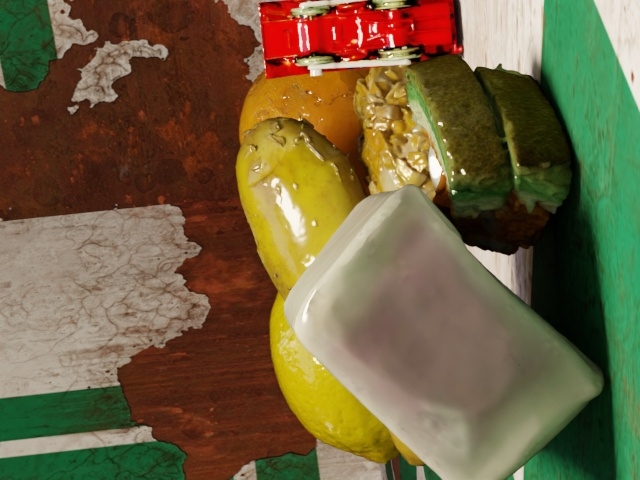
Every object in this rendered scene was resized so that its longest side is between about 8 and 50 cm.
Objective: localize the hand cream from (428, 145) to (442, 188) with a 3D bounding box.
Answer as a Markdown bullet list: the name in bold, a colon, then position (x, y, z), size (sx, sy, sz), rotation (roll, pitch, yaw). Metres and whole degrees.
- **hand cream**: position (0.144, -0.064, 1.616), size (0.340, 0.077, 0.124), rotation (22, -119, -84)

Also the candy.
- **candy**: position (0.080, 0.074, 1.362), size (0.208, 0.145, 0.358), rotation (45, 178, -3)

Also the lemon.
- **lemon**: position (0.051, 0.125, 2.111), size (0.263, 0.236, 0.236), rotation (55, 162, 30)

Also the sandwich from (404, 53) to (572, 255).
- **sandwich**: position (0.128, -0.050, 1.341), size (0.185, 0.109, 0.160), rotation (-100, 6, -55)

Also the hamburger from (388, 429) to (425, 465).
- **hamburger**: position (0.122, 0.163, 1.838), size (0.162, 0.115, 0.162), rotation (171, 90, -88)

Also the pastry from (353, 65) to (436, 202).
- **pastry**: position (0.094, -0.104, 1.953), size (0.250, 0.102, 0.154), rotation (-96, 10, -47)

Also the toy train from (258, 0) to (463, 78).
- **toy train**: position (0.042, -0.217, 1.791), size (0.131, 0.204, 0.083), rotation (-84, -11, -81)

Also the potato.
- **potato**: position (0.000, 0.000, 1.943), size (0.173, 0.140, 0.300), rotation (107, 138, -81)

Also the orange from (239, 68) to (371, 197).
- **orange**: position (0.015, -0.139, 2.189), size (0.240, 0.240, 0.240), rotation (174, 90, -87)
